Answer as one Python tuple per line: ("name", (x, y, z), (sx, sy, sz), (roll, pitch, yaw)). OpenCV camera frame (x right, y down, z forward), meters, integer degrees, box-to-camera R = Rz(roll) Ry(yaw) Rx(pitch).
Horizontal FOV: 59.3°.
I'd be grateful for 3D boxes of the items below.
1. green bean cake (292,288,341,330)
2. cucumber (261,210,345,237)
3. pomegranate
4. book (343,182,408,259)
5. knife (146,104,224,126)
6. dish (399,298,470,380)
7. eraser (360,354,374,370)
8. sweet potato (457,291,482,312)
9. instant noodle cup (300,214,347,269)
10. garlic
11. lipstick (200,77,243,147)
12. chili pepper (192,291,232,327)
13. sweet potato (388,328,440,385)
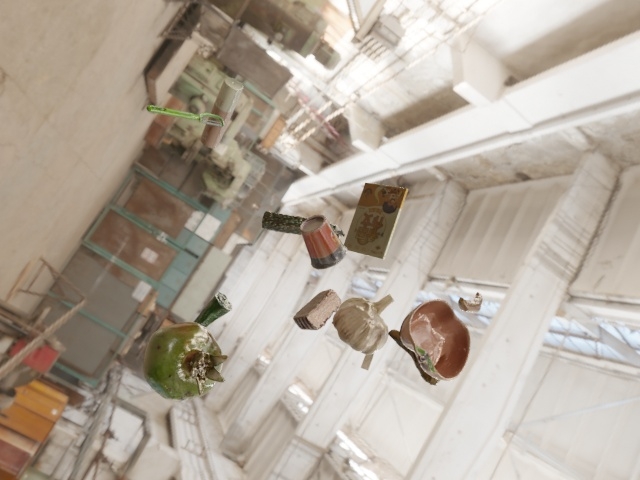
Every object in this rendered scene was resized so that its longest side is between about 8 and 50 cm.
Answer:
("green bean cake", (-0.005, 0.328, 2.643), (0.232, 0.097, 0.198), (-40, -170, -30))
("cucumber", (-0.057, -0.049, 1.965), (0.067, 0.293, 0.068), (-171, -90, -90))
("pomegranate", (-0.290, 0.270, 1.245), (0.224, 0.181, 0.182), (-7, -132, 50))
("book", (0.216, -0.082, 2.238), (0.207, 0.020, 0.296), (13, -99, 40))
("knife", (-0.369, -0.349, 1.542), (0.015, 0.212, 0.054), (-60, -143, 40))
("dish", (0.286, 0.262, 1.471), (0.090, 0.213, 0.213), (-30, -151, 52))
("eraser", (0.215, 0.548, 2.565), (0.083, 0.038, 0.019), (-66, 153, -15))
("sweet potato", (0.599, 0.252, 2.230), (0.058, 0.078, 0.255), (-30, 165, 31))
("instant noodle cup", (0.002, -0.001, 1.720), (0.127, 0.136, 0.127), (-19, -149, 12))
("garlic", (0.163, 0.260, 1.895), (0.212, 0.218, 0.218), (-46, -164, 16))
("lipstick", (-0.345, -0.439, 1.951), (0.254, 0.070, 0.070), (-56, -169, 37))
("chili pepper", (-0.437, 0.289, 2.124), (0.227, 0.088, 0.059), (-38, -177, 18))
("sweet potato", (0.301, 0.354, 1.739), (0.062, 0.081, 0.233), (-55, -134, 16))
